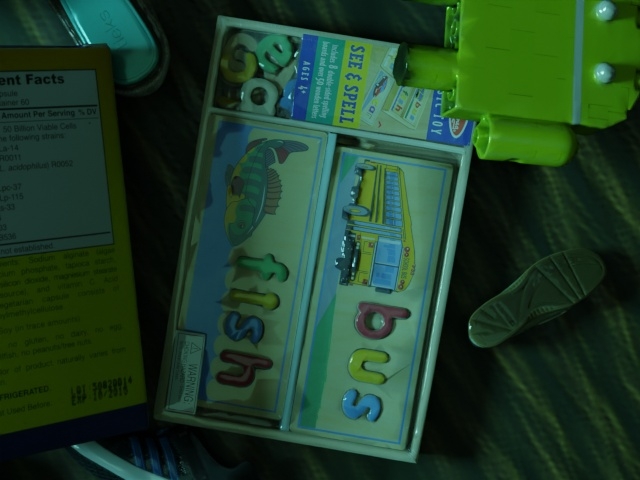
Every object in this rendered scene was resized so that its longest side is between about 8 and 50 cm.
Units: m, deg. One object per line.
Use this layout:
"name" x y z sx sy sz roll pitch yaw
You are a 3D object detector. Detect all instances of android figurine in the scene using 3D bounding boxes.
"android figurine" 0.206 -0.192 1.182 0.273 0.056 0.248 7 82 -13

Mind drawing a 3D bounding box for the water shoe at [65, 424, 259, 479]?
"water shoe" -0.160 0.220 1.246 0.203 0.073 0.080 26 66 0

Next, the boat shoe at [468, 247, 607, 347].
"boat shoe" 0.214 0.059 1.236 0.153 0.048 0.056 -35 79 -4

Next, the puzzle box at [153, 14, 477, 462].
"puzzle box" 0.000 0.000 1.230 0.272 0.052 0.409 9 92 0

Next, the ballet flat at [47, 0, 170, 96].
"ballet flat" -0.241 -0.276 1.197 0.108 0.106 0.316 -25 91 4

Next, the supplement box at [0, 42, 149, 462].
"supplement box" -0.302 0.010 1.131 0.194 0.195 0.356 -7 93 -40
